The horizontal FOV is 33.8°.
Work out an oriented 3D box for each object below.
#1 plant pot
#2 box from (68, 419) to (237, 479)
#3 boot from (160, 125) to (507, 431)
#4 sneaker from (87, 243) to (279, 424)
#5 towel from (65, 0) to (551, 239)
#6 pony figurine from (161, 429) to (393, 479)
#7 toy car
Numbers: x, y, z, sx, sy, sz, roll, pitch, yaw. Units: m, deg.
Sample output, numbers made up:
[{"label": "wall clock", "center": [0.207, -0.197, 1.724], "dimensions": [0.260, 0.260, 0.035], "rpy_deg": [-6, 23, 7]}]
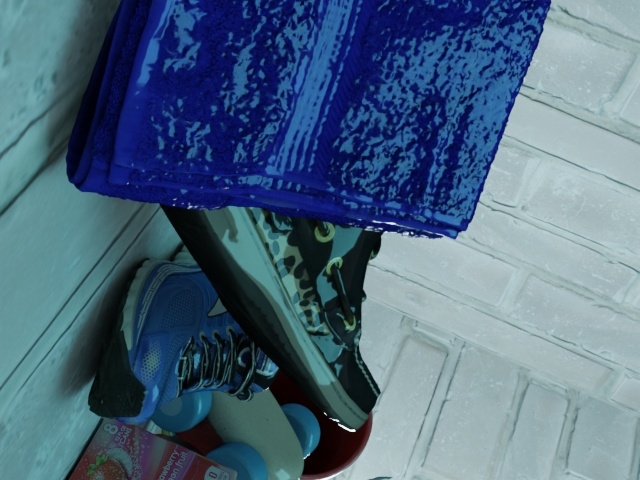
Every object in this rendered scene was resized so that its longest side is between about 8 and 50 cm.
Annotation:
[{"label": "plant pot", "center": [-0.074, 0.346, 1.923], "dimensions": [0.275, 0.275, 0.243], "rpy_deg": [-62, -176, -37]}, {"label": "box", "center": [-0.215, 0.346, 1.025], "dimensions": [0.142, 0.154, 0.300], "rpy_deg": [108, 6, -54]}, {"label": "boot", "center": [0.039, -0.029, 0.888], "dimensions": [0.284, 0.138, 0.377], "rpy_deg": [-41, 131, -13]}, {"label": "sneaker", "center": [-0.107, 0.087, 0.996], "dimensions": [0.330, 0.147, 0.129], "rpy_deg": [-50, 162, -70]}, {"label": "towel", "center": [0.011, -0.110, 0.683], "dimensions": [0.076, 0.308, 0.227], "rpy_deg": [43, -62, 48]}, {"label": "pony figurine", "center": [-0.108, 0.421, 1.492], "dimensions": [0.351, 0.303, 0.363], "rpy_deg": [-2, 92, -45]}, {"label": "toy car", "center": [-0.161, 0.259, 1.283], "dimensions": [0.238, 0.210, 0.219], "rpy_deg": [-38, 173, 19]}]
